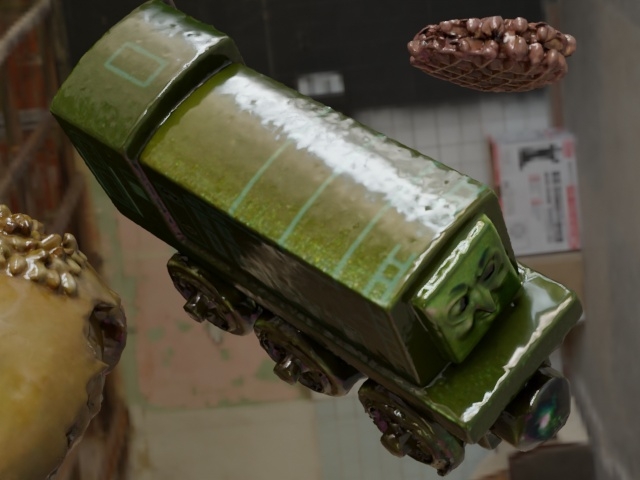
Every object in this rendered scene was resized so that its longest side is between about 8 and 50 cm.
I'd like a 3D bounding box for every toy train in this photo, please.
[{"bbox_3d":[0.000,0.000,0.509,0.225,0.090,0.137,29,158,35],"label":"toy train"}]

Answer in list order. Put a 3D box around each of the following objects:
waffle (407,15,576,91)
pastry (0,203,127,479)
[{"bbox_3d":[0.085,-0.093,0.641,0.083,0.075,0.029,11,-100,-55],"label":"waffle"},{"bbox_3d":[-0.276,0.087,0.786,0.162,0.311,0.255,57,-149,-26],"label":"pastry"}]
